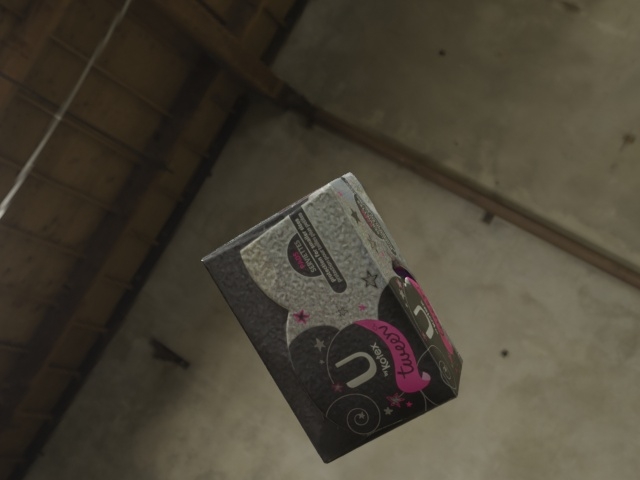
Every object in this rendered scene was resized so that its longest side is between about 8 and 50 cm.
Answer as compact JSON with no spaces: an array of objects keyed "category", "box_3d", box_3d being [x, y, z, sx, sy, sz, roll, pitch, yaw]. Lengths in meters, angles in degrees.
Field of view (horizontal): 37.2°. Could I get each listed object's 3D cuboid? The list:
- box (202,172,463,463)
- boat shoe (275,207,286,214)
[{"category":"box","box_3d":[0.021,0.076,0.995,0.163,0.247,0.142,-30,3,14]},{"category":"boat shoe","box_3d":[0.000,0.000,1.151,0.178,0.060,0.064,9,-73,-54]}]
